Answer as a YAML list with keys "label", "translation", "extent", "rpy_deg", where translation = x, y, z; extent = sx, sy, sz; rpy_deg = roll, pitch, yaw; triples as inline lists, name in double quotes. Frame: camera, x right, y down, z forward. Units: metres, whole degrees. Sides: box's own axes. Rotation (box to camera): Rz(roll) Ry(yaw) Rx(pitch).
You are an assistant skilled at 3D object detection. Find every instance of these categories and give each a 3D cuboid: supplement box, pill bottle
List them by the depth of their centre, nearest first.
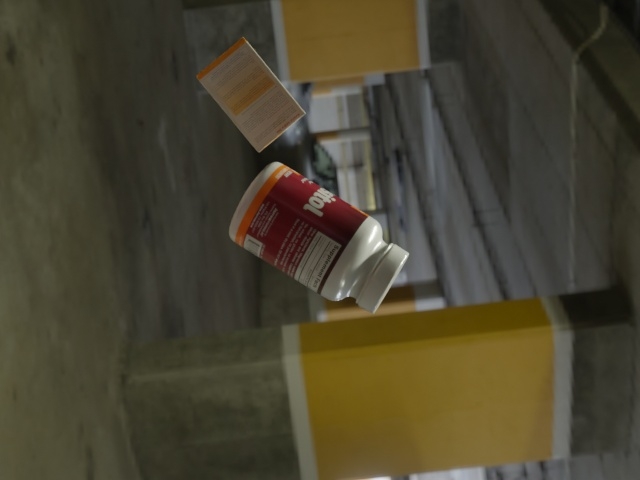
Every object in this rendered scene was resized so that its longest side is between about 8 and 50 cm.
- label: "pill bottle"
  translation: [0.000, 0.000, 0.982]
  extent: [0.086, 0.152, 0.086]
  rpy_deg: [-58, 174, -10]
- label: "supplement box"
  translation: [-0.070, -0.144, 1.074]
  extent: [0.098, 0.062, 0.036]
  rpy_deg: [51, -1, -8]
